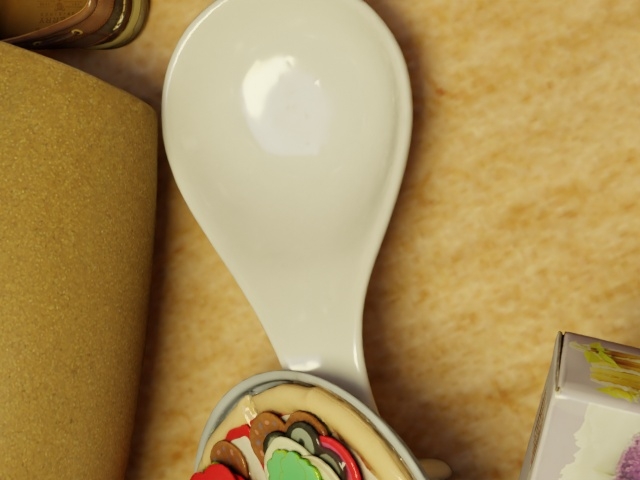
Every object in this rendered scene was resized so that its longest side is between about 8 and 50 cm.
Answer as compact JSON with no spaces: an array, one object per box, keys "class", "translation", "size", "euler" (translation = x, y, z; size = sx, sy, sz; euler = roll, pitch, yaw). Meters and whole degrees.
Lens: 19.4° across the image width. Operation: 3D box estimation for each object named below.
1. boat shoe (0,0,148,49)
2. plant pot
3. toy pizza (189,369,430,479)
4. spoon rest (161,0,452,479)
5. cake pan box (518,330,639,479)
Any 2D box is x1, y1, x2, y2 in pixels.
[{"class":"boat shoe","translation":[-0.186,-0.131,1.024],"size":[0.178,0.060,0.064],"euler":[0,93,19]},{"class":"plant pot","translation":[-0.185,0.030,0.964],"size":[0.237,0.237,0.254],"euler":[18,85,17]},{"class":"toy pizza","translation":[-0.006,0.163,0.918],"size":[0.201,0.032,0.201],"euler":[19,116,45]},{"class":"spoon rest","translation":[0.000,0.000,0.959],"size":[0.137,0.084,0.276],"euler":[-16,89,18]},{"class":"cake pan box","translation":[0.195,0.190,0.855],"size":[0.246,0.070,0.266],"euler":[15,117,6]}]
